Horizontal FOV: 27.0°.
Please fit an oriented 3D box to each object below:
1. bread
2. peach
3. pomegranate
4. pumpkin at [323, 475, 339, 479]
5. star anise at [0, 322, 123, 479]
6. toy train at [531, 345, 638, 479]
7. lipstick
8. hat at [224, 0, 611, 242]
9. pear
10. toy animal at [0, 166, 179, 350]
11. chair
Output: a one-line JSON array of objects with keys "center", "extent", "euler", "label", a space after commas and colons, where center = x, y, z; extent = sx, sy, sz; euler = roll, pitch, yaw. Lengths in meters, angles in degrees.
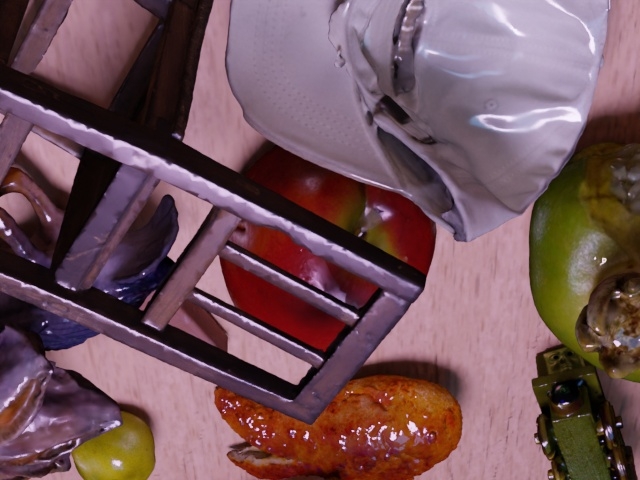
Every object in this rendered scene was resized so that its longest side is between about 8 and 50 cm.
[{"center": [0.020, 0.209, 1.423], "extent": [0.268, 0.095, 0.139], "euler": [-8, 125, 8], "label": "bread"}, {"center": [0.000, 0.000, 1.210], "extent": [0.190, 0.226, 0.196], "euler": [-28, 97, -21], "label": "peach"}, {"center": [0.283, 0.033, 1.150], "extent": [0.236, 0.302, 0.236], "euler": [9, 119, 16], "label": "pomegranate"}, {"center": [-0.028, 0.370, 1.518], "extent": [0.258, 0.095, 0.290], "euler": [3, 136, 41], "label": "pumpkin"}, {"center": [-0.345, 0.154, 1.198], "extent": [0.331, 0.118, 0.332], "euler": [-8, 157, -3], "label": "star anise"}, {"center": [0.281, 0.209, 1.415], "extent": [0.090, 0.137, 0.225], "euler": [-13, 128, 14], "label": "toy train"}, {"center": [-0.146, 0.071, 1.318], "extent": [0.045, 0.045, 0.145], "euler": [-25, 129, 16], "label": "lipstick"}, {"center": [0.072, -0.161, 1.075], "extent": [0.301, 0.168, 0.258], "euler": [16, 108, 13], "label": "hat"}, {"center": [-0.222, 0.220, 1.426], "extent": [0.092, 0.092, 0.097], "euler": [-33, 110, 23], "label": "pear"}, {"center": [-0.257, 0.022, 1.215], "extent": [0.298, 0.122, 0.185], "euler": [-3, 130, 14], "label": "toy animal"}, {"center": [-0.138, -0.069, 1.033], "extent": [0.416, 0.241, 0.203], "euler": [25, 126, -18], "label": "chair"}]
